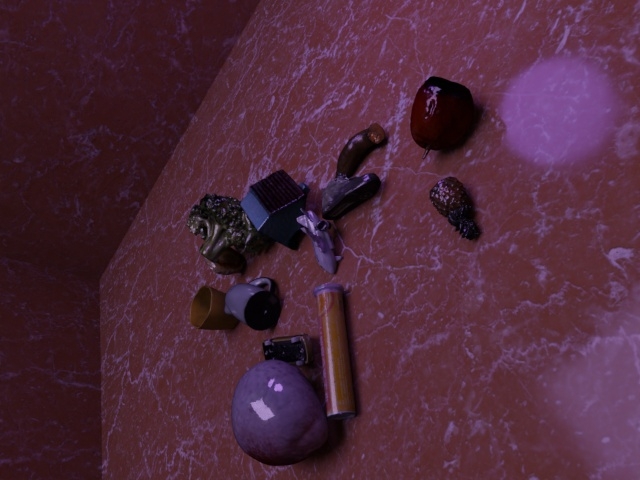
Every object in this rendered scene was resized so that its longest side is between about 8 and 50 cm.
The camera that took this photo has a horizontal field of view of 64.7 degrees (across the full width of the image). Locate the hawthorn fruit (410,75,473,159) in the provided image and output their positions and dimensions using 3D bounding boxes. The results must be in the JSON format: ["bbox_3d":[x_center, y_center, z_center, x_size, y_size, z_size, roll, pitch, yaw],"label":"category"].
[{"bbox_3d":[0.361,-0.363,1.532,0.189,0.189,0.252,25,107,54],"label":"hawthorn fruit"}]

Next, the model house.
[{"bbox_3d":[-0.151,-0.153,2.063,0.249,0.230,0.280,-50,42,9],"label":"model house"}]

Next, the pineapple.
[{"bbox_3d":[0.388,-0.087,1.431,0.108,0.108,0.198,-43,55,31],"label":"pineapple"}]

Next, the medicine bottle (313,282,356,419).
[{"bbox_3d":[0.047,0.351,1.639,0.108,0.108,0.426,-34,49,38],"label":"medicine bottle"}]

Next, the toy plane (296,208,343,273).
[{"bbox_3d":[0.004,-0.003,1.834,0.101,0.251,0.255,-28,84,11],"label":"toy plane"}]

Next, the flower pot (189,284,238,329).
[{"bbox_3d":[-0.458,0.309,2.245,0.195,0.179,0.195,-24,56,43],"label":"flower pot"}]

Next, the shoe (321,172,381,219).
[{"bbox_3d":[0.093,-0.197,1.832,0.293,0.109,0.149,-36,56,43],"label":"shoe"}]

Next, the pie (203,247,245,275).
[{"bbox_3d":[-0.449,0.082,2.347,0.205,0.178,0.084,50,119,43],"label":"pie"}]

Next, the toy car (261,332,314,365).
[{"bbox_3d":[-0.098,0.383,1.790,0.256,0.124,0.101,-17,83,47],"label":"toy car"}]

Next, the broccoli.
[{"bbox_3d":[-0.414,-0.059,2.244,0.339,0.317,0.277,62,170,6],"label":"broccoli"}]

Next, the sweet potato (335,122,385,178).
[{"bbox_3d":[0.127,-0.320,1.879,0.286,0.085,0.112,-48,45,27],"label":"sweet potato"}]

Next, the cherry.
[{"bbox_3d":[-0.131,0.544,1.619,0.335,0.291,0.327,-33,65,53],"label":"cherry"}]

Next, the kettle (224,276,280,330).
[{"bbox_3d":[-0.271,0.242,2.079,0.221,0.161,0.236,-49,29,-19],"label":"kettle"}]
